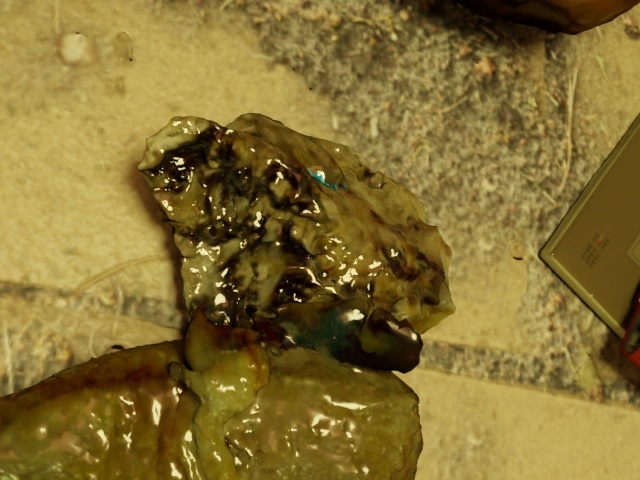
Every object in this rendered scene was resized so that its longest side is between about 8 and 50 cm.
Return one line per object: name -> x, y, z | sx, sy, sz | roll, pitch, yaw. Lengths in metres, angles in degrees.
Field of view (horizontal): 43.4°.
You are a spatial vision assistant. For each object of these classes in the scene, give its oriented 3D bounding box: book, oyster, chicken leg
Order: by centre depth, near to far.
chicken leg -> -0.116, 0.144, 0.460 | 0.360, 0.140, 0.212 | -10, 108, -13
oyster -> 0.000, 0.000, 0.574 | 0.222, 0.083, 0.214 | -21, 88, -30
book -> 0.360, 0.045, 0.729 | 0.310, 0.021, 0.217 | 44, 67, -6

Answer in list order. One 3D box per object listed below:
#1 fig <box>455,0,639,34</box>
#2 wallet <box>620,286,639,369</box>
fig -> 0.191, -0.361, 0.666 | 0.286, 0.286, 0.369 | 20, 44, -15
wallet -> 0.350, 0.101, 0.676 | 0.204, 0.045, 0.142 | 40, 65, -9
